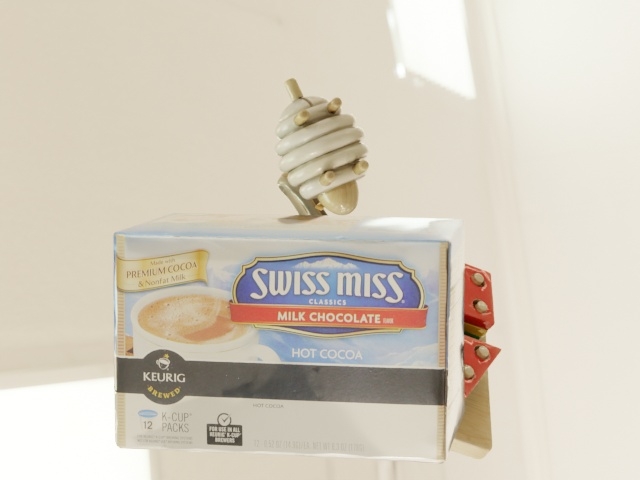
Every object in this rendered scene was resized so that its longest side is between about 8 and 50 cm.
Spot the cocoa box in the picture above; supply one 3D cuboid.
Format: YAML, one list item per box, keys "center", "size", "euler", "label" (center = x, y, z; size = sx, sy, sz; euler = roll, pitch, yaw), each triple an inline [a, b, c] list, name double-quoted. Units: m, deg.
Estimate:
- center: [-0.024, 0.091, 1.500]
  size: [0.231, 0.347, 0.228]
  euler: [-34, -55, -78]
  label: "cocoa box"

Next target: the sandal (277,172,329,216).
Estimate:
- center: [0.000, 0.000, 1.664]
  size: [0.180, 0.049, 0.072]
  euler: [52, 165, 1]
  label: "sandal"

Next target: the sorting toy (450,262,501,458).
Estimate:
- center: [0.111, 0.111, 1.763]
  size: [0.257, 0.089, 0.255]
  euler: [21, -136, -18]
  label: "sorting toy"

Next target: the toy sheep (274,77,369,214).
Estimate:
- center: [0.000, -0.084, 1.257]
  size: [0.091, 0.091, 0.132]
  euler: [-9, -101, -68]
  label: "toy sheep"
